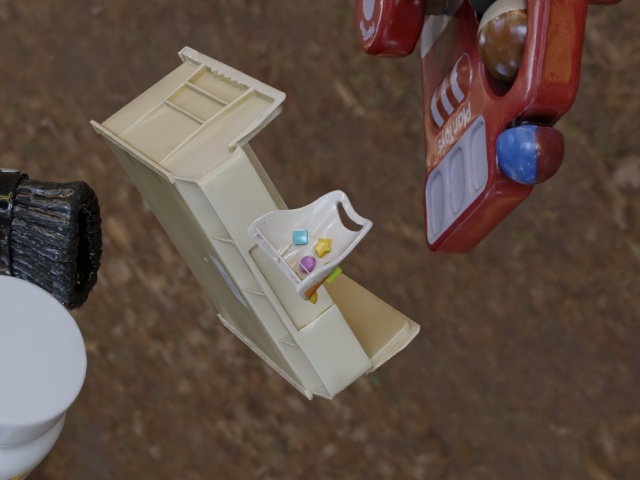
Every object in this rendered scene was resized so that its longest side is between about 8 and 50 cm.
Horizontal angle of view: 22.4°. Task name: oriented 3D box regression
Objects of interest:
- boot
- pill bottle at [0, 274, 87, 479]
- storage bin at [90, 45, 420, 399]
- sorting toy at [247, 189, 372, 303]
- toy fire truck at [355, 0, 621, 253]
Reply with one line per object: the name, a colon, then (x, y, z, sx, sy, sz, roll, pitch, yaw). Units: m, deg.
boot: (-0.386, -0.057, 1.766, 0.260, 0.131, 0.348, 16, 159, 15)
pill bottle: (-0.231, 0.112, 1.021, 0.119, 0.119, 0.208, 52, 137, 7)
storage bin: (-0.060, -0.017, 1.468, 0.262, 0.123, 0.260, 60, 167, -27)
sorting toy: (0.000, 0.000, 1.196, 0.045, 0.075, 0.083, 46, -178, -46)
toy fire truck: (0.142, -0.144, 1.268, 0.302, 0.169, 0.254, 131, 138, -66)
